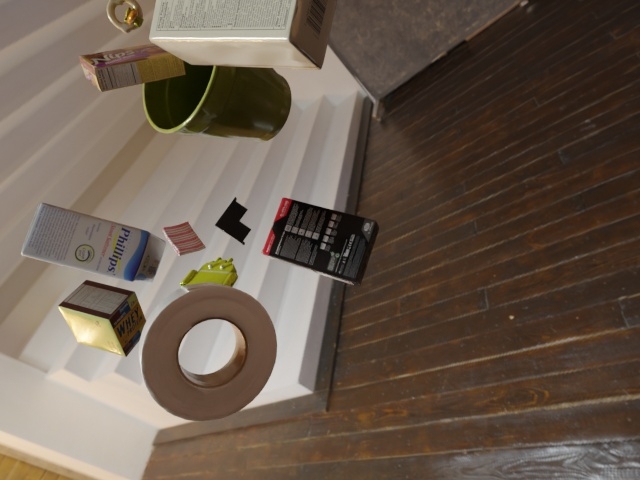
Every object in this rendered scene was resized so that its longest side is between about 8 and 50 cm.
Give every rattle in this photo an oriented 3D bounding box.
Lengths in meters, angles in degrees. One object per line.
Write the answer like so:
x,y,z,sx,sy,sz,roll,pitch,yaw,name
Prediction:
-0.756,-0.881,1.506,0.130,0.199,0.142,-26,19,11,rattle

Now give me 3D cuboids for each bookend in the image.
-0.365,-0.085,1.841,0.157,0.156,0.072,-57,9,-8,bookend

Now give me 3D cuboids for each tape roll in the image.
-0.243,0.234,0.895,0.286,0.286,0.100,-56,20,-16,tape roll

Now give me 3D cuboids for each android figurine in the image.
-0.460,0.167,1.719,0.248,0.056,0.272,3,41,25,android figurine

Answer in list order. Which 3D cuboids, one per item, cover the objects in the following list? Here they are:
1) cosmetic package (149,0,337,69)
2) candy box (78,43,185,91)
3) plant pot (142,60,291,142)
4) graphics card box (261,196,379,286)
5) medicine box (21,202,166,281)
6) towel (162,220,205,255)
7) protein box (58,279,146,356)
-0.137,-0.398,0.709,0.310,0.113,0.160,16,94,28,cosmetic package
-0.408,-0.383,0.895,0.187,0.053,0.109,-26,47,-30,candy box
-0.287,-0.462,1.265,0.367,0.353,0.366,-5,81,38,plant pot
0.000,0.000,1.465,0.371,0.094,0.232,15,78,21,graphics card box
-0.636,0.019,1.198,0.263,0.289,0.149,153,132,-77,medicine box
-0.691,-0.012,2.070,0.144,0.197,0.029,-21,-31,-38,towel
-0.744,0.269,1.422,0.201,0.199,0.136,11,40,13,protein box
